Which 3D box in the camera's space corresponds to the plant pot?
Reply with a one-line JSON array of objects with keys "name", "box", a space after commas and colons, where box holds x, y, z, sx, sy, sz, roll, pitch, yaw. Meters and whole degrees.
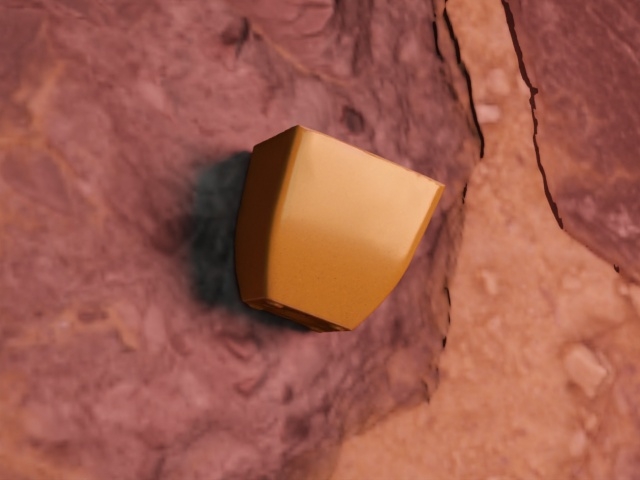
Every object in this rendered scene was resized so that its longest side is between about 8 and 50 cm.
[{"name": "plant pot", "box": [0.000, 0.000, 0.765, 0.081, 0.081, 0.083, 22, 79, -15]}]
